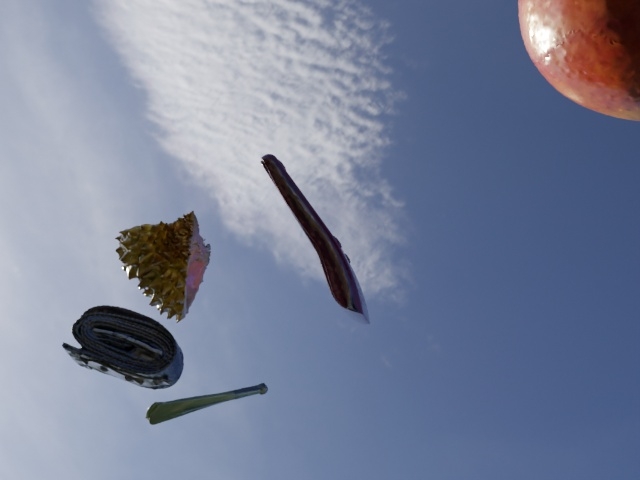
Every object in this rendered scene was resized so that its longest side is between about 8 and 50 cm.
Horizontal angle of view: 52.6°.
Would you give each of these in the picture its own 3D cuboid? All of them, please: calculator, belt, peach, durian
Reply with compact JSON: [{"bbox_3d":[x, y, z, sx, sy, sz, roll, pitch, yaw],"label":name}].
[{"bbox_3d":[0.000,0.000,0.669,0.034,0.126,0.190,-30,-104,2],"label":"calculator"},{"bbox_3d":[-0.369,0.214,1.267,0.218,0.122,0.128,17,-30,12],"label":"belt"},{"bbox_3d":[0.353,-0.254,0.719,0.281,0.238,0.281,35,-15,11],"label":"peach"},{"bbox_3d":[-0.216,0.036,0.957,0.165,0.132,0.182,64,-18,-16],"label":"durian"}]

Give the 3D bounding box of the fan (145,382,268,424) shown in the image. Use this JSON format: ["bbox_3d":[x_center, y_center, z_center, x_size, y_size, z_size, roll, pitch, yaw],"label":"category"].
[{"bbox_3d":[-0.154,0.226,0.915,0.016,0.193,0.038,48,-53,36],"label":"fan"}]
